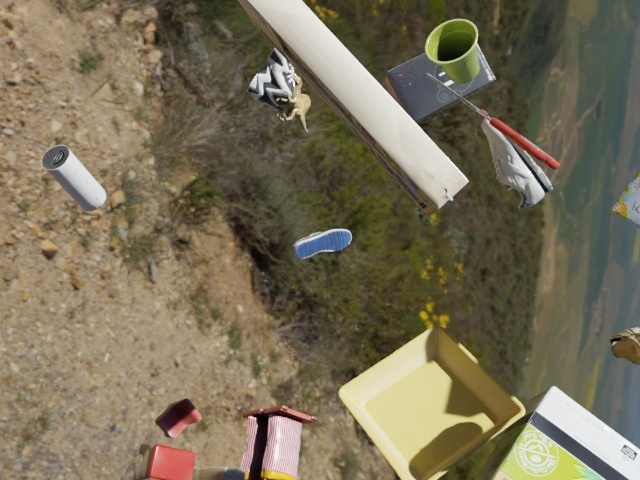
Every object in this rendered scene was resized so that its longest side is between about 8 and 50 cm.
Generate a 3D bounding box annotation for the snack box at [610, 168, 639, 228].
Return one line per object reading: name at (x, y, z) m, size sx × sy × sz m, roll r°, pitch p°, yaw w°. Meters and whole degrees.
snack box at (0.991, -0.125, 1.926) m, size 0.070 × 0.174 × 0.207 m, roll 10°, pitch 116°, yaw -52°

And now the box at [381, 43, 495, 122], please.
box at (0.334, -0.454, 1.891) m, size 0.165 × 0.270 × 0.143 m, roll 62°, pitch -3°, yaw 1°

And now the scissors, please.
scissors at (0.322, -0.225, 1.241) m, size 0.109 × 0.297 × 0.021 m, roll 1°, pitch 126°, yaw -56°

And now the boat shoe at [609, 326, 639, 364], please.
boat shoe at (0.587, 0.206, 1.239) m, size 0.190 × 0.072 × 0.068 m, roll 11°, pitch 70°, yaw -75°

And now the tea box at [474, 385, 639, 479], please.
tea box at (0.574, 0.586, 1.556) m, size 0.324 × 0.329 × 0.220 m, roll -50°, pitch 166°, yaw -19°

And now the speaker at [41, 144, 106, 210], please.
speaker at (-0.443, -0.111, 1.189) m, size 0.136 × 0.055 × 0.055 m, roll 67°, pitch 40°, yaw -58°

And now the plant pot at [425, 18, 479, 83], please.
plant pot at (0.217, -0.290, 1.041) m, size 0.079 × 0.083 × 0.083 m, roll 43°, pitch 59°, yaw -53°

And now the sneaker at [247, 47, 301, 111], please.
sneaker at (-0.086, -0.471, 1.866) m, size 0.235 × 0.153 × 0.094 m, roll -52°, pitch -172°, yaw 13°

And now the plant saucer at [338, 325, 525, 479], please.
plant saucer at (0.265, 0.411, 1.608) m, size 0.332 × 0.333 × 0.081 m, roll -30°, pitch 135°, yaw -14°

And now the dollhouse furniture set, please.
dollhouse furniture set at (-0.198, 0.455, 1.456) m, size 0.374 × 0.152 × 0.202 m, roll 29°, pitch 55°, yaw -38°

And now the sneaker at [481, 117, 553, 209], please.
sneaker at (0.444, -0.187, 1.555) m, size 0.235 × 0.094 × 0.090 m, roll 56°, pitch 22°, yaw 11°

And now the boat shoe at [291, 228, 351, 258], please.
boat shoe at (0.000, 0.000, 1.914) m, size 0.183 × 0.066 × 0.066 m, roll -13°, pitch 108°, yaw -21°

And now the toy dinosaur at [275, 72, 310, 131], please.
toy dinosaur at (-0.065, -0.344, 1.742) m, size 0.092 × 0.053 × 0.183 m, roll -26°, pitch 133°, yaw -19°

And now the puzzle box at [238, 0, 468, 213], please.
puzzle box at (0.036, -0.203, 0.908) m, size 0.052 × 0.409 × 0.272 m, roll -42°, pitch 176°, yaw 5°
